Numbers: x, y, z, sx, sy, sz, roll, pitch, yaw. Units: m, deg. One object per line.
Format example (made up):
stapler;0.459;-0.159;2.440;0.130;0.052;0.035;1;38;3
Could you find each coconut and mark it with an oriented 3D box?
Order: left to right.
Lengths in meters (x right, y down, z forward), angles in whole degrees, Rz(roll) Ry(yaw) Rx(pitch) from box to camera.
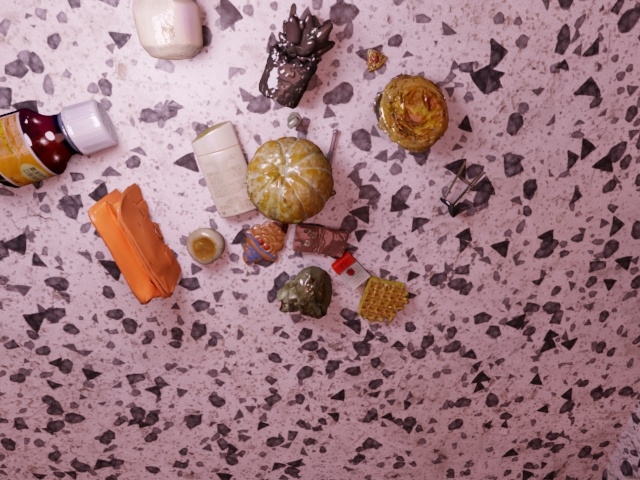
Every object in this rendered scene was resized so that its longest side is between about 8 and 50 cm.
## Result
coconut;-0.490;-0.705;1.285;0.225;0.224;0.233;-2;124;-5

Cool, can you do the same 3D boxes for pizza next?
pizza;0.195;-0.665;1.471;0.083;0.025;0.078;-39;113;10

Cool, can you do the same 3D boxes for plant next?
plant;-0.078;-0.624;1.381;0.194;0.181;0.320;24;112;-14

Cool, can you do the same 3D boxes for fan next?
fan;0.027;-0.304;1.600;0.057;0.023;0.281;11;110;-1

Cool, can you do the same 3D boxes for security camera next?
security camera;-0.100;-0.444;1.492;0.058;0.092;0.058;-1;112;-4

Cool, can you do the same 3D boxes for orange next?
orange;-0.112;-0.223;1.475;0.330;0.249;0.328;0;86;2

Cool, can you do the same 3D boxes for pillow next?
pillow;0.000;0.000;1.707;0.233;0.043;0.126;8;110;-10

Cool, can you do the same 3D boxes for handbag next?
handbag;-0.668;0.013;1.503;0.116;0.303;0.409;-19;114;0

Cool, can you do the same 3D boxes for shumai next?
shumai;-0.074;0.224;1.740;0.219;0.189;0.255;-8;129;16

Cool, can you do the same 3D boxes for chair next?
chair;0.575;-0.211;1.664;0.095;0.104;0.221;34;101;9

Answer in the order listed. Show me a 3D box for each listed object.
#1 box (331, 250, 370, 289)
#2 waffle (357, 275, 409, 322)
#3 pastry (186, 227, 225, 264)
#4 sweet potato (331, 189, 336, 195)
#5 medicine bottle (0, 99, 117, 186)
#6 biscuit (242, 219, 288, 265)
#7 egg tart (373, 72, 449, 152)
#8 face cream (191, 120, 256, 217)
box;0.134;0.132;1.772;0.100;0.048;0.152;-42;112;9
waffle;0.296;0.283;1.843;0.219;0.057;0.229;11;111;-10
pastry;-0.467;0.019;1.640;0.157;0.092;0.156;-3;109;-7
sweet potato;-0.067;-0.154;1.621;0.270;0.074;0.074;-14;112;-2
medicine bottle;-0.922;-0.347;1.367;0.396;0.242;0.242;-23;112;-3
biscuit;-0.228;0.000;1.690;0.183;0.043;0.280;39;106;-22
egg tart;0.337;-0.476;1.518;0.298;0.132;0.296;-1;97;-8
face cream;-0.364;-0.265;1.541;0.174;0.081;0.348;-17;112;0
